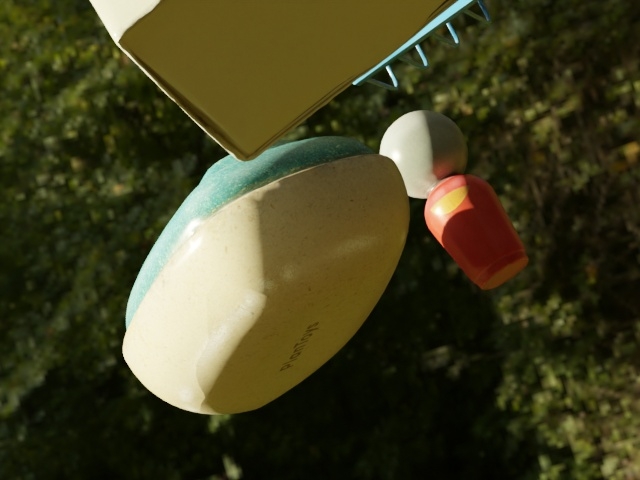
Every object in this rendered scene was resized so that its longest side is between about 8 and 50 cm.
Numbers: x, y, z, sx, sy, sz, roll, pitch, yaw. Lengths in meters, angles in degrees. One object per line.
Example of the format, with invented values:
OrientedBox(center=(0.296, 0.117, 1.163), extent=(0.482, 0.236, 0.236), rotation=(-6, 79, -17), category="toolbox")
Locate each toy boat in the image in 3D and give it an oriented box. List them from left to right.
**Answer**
OrientedBox(center=(0.000, 0.000, 0.961), extent=(0.318, 0.148, 0.267), rotation=(-18, -24, -35), category="toy boat")

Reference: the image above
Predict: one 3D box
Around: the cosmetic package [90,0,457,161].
OrientedBox(center=(-0.062, -0.205, 0.580), extent=(0.160, 0.309, 0.113), rotation=(-38, -32, 6), category="cosmetic package")

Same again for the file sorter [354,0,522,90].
OrientedBox(center=(0.096, -0.239, 1.333), extent=(0.170, 0.118, 0.104), rotation=(-33, -18, 22), category="file sorter")
